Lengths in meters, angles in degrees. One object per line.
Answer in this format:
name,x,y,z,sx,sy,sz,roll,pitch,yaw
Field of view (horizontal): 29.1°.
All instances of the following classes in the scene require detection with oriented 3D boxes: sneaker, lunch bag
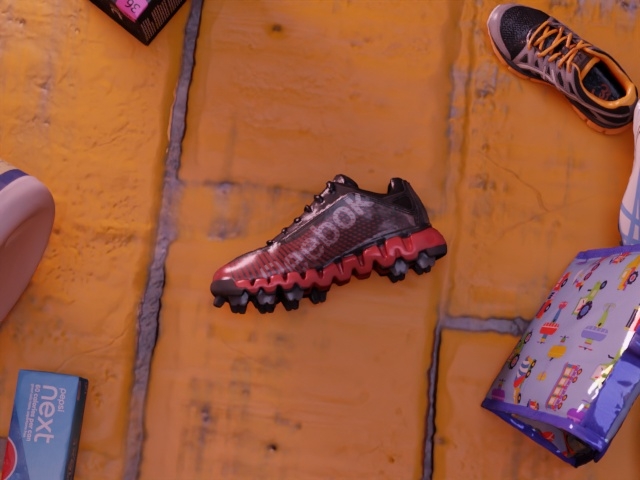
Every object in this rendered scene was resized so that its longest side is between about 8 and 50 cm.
sneaker,0.000,0.000,1.414,0.276,0.097,0.135,-16,82,-6
sneaker,0.397,-0.058,1.410,0.085,0.086,0.237,-6,102,-36
lunch bag,0.301,0.114,1.300,0.138,0.293,0.221,33,82,5
sneaker,0.293,-0.214,1.461,0.215,0.083,0.084,36,83,6

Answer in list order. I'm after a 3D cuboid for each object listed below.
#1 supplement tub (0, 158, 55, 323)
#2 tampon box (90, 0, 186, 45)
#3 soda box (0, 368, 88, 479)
supplement tub,-0.478,-0.033,1.345,0.316,0.228,0.228,29,81,4
tampon box,-0.205,-0.339,1.462,0.120,0.101,0.161,38,82,6
soda box,-0.315,0.253,1.382,0.071,0.067,0.210,7,80,0
